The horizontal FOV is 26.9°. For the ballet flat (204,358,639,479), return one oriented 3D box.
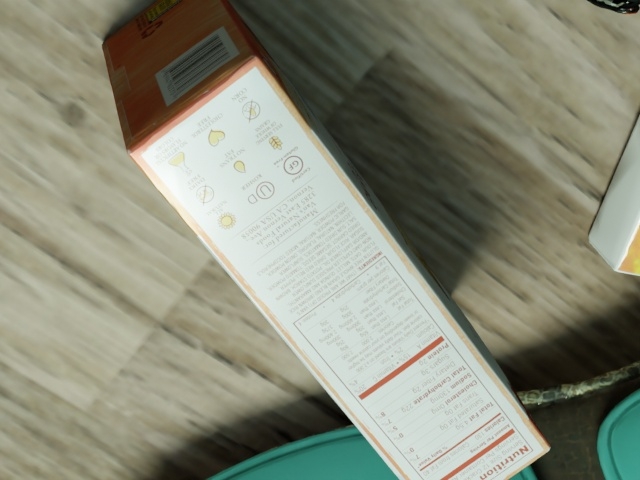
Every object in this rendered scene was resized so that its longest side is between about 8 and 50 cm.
[{"bbox_3d":[0.141,0.152,0.715,0.483,0.164,0.182,-20,148,3],"label":"ballet flat"}]

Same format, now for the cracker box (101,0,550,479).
[{"bbox_3d":[0.000,0.000,0.612,0.067,0.156,0.232,-36,117,4],"label":"cracker box"}]

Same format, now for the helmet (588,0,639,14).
[{"bbox_3d":[0.147,-0.181,0.560,0.169,0.169,0.161,-5,134,-11],"label":"helmet"}]

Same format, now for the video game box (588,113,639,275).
[{"bbox_3d":[0.264,-0.063,0.704,0.187,0.048,0.205,12,113,-15],"label":"video game box"}]
